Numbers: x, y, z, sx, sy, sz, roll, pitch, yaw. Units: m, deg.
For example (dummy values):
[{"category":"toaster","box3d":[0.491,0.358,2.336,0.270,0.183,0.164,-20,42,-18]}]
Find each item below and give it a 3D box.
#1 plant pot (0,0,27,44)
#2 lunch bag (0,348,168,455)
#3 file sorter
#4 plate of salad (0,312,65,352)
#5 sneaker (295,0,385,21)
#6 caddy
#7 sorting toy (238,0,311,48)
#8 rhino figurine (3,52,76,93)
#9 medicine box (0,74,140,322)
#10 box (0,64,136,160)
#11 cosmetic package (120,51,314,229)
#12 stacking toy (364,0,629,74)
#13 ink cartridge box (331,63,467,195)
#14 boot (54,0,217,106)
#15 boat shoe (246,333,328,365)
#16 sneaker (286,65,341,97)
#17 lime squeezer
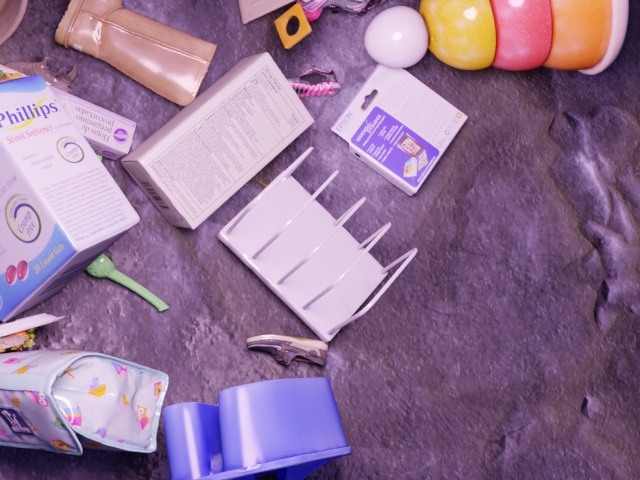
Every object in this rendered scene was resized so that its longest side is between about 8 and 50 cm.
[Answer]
[{"category":"plant pot","box3d":[-0.685,-0.484,1.473,0.323,0.323,0.280,-20,68,-18]},{"category":"lunch bag","box3d":[-0.399,0.240,1.359,0.223,0.262,0.160,0,74,29]},{"category":"file sorter","box3d":[0.000,0.000,1.583,0.278,0.173,0.193,45,58,-2]},{"category":"plate of salad","box3d":[-0.502,0.156,1.420,0.200,0.200,0.048,-16,91,-17]},{"category":"sneaker","box3d":[0.092,-0.501,1.770,0.299,0.121,0.112,-8,95,-9]},{"category":"caddy","box3d":[-0.097,0.332,1.433,0.341,0.241,0.179,12,62,-59]},{"category":"sorting toy","box3d":[-0.085,-0.524,1.701,0.047,0.196,0.347,2,74,-55]},{"category":"rhino figurine","box3d":[-0.536,-0.256,1.565,0.243,0.073,0.106,-32,92,-21]},{"category":"medicine box","box3d":[-0.480,-0.064,1.422,0.289,0.263,0.149,55,36,1]},{"category":"box","box3d":[-0.475,-0.227,1.514,0.324,0.067,0.063,22,71,-31]},{"category":"cosmetic package","box3d":[-0.181,-0.179,1.600,0.309,0.113,0.160,-43,113,-20]},{"category":"stacking toy","box3d":[0.312,-0.446,1.736,0.480,0.350,0.350,-15,82,-4]},{"category":"ink cartridge box","box3d":[0.152,-0.226,1.755,0.208,0.045,0.206,37,71,-3]},{"category":"boot","box3d":[-0.319,-0.401,1.650,0.270,0.089,0.236,23,86,-8]},{"category":"boat shoe","box3d":[-0.059,0.198,1.604,0.152,0.056,0.049,6,72,-14]},{"category":"sneaker","box3d":[-0.021,-0.310,1.732,0.119,0.047,0.057,-3,72,-23]},{"category":"lime squeezer","box3d":[-0.373,-0.006,1.563,0.110,0.059,0.310,-22,84,-18]}]
